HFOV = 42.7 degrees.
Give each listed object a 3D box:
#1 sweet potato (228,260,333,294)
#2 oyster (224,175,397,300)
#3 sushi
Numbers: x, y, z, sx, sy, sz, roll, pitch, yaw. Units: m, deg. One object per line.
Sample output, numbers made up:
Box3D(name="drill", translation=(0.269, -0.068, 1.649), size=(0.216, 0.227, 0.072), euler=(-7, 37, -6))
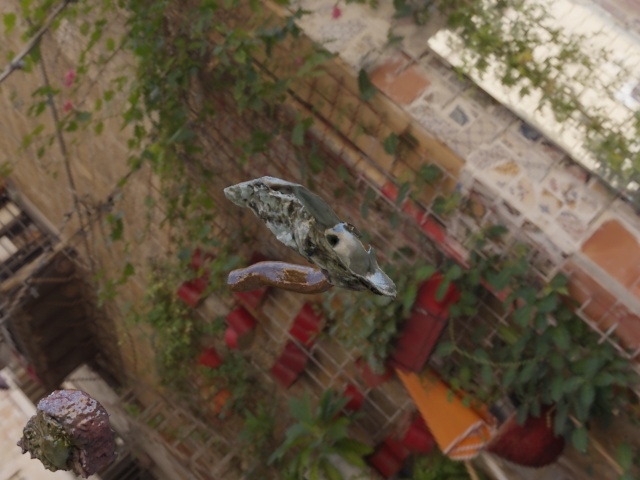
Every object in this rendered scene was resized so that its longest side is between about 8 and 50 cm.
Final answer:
Box3D(name="sweet potato", translation=(-0.055, 0.074, 1.631), size=(0.059, 0.281, 0.067), euler=(-1, -89, -63))
Box3D(name="oyster", translation=(0.002, -0.002, 1.174), size=(0.252, 0.199, 0.087), euler=(20, -59, -36))
Box3D(name="sushi", translation=(-0.498, 0.357, 1.563), size=(0.107, 0.241, 0.161), euler=(-31, -56, -47))
